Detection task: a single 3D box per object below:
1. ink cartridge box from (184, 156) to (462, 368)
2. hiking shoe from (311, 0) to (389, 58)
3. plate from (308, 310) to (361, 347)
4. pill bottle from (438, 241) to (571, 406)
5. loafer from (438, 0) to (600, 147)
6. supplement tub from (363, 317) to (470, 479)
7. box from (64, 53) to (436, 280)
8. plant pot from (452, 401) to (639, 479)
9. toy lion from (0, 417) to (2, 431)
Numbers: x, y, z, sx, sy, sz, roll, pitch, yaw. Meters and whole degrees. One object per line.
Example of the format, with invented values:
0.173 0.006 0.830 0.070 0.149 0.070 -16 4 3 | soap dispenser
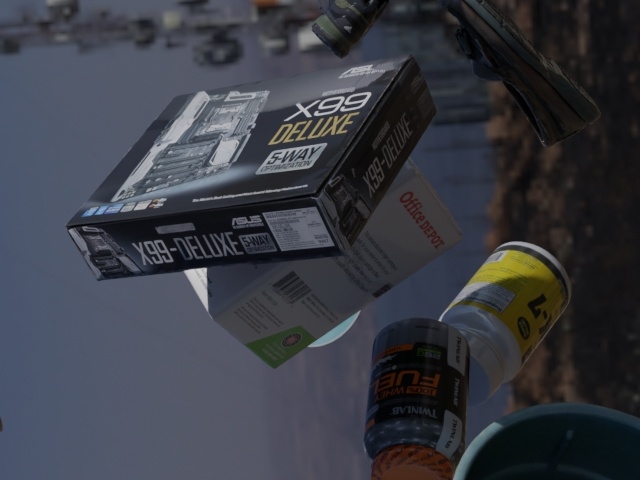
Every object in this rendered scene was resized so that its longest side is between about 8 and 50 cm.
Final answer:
0.000 0.000 1.852 0.115 0.273 0.198 57 -176 29 | ink cartridge box
0.057 -0.332 2.273 0.086 0.114 0.227 45 -156 -21 | hiking shoe
-0.003 0.050 2.222 0.024 0.188 0.188 4 -102 -50 | plate
0.217 0.105 2.063 0.208 0.119 0.119 -47 -33 -39 | pill bottle
0.223 -0.200 1.950 0.267 0.084 0.096 37 -161 -31 | loafer
0.110 0.193 1.886 0.117 0.117 0.190 89 -174 -50 | supplement tub
-0.066 -0.071 1.650 0.242 0.307 0.076 -56 -51 -43 | box
0.232 0.397 1.689 0.334 0.341 0.341 115 156 -46 | plant pot
-0.436 0.208 2.107 0.096 0.034 0.100 -2 99 65 | toy lion
